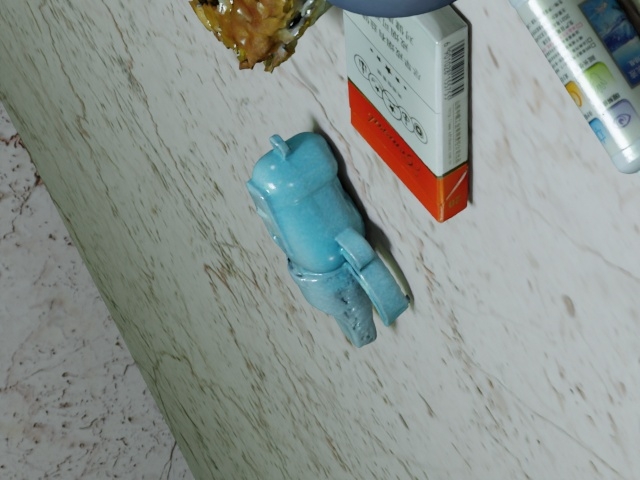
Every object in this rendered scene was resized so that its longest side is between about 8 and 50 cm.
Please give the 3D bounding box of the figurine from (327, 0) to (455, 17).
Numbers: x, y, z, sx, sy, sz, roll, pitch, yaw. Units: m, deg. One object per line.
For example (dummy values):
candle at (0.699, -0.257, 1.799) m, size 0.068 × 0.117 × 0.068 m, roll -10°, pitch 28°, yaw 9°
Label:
figurine at (0.023, -0.265, 1.210) m, size 0.265 × 0.197 × 0.175 m, roll 50°, pitch -172°, yaw 17°

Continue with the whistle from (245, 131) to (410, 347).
whistle at (0.000, 0.000, 1.950) m, size 0.186 × 0.093 × 0.274 m, roll 41°, pitch 160°, yaw 48°

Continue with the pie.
pie at (-0.080, -0.278, 1.594) m, size 0.308 × 0.085 × 0.308 m, roll 45°, pitch 151°, yaw 33°

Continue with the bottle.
bottle at (0.192, -0.080, 1.209) m, size 0.217 × 0.060 × 0.060 m, roll 59°, pitch 165°, yaw 3°

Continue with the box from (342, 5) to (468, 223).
box at (0.068, -0.130, 1.564) m, size 0.139 × 0.035 × 0.245 m, roll 50°, pitch 163°, yaw 30°
